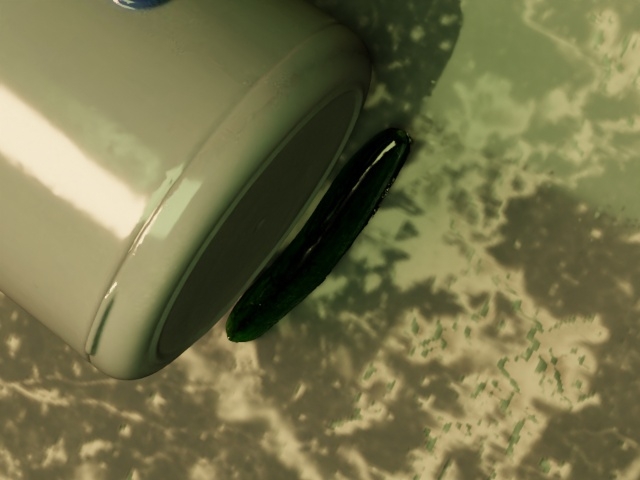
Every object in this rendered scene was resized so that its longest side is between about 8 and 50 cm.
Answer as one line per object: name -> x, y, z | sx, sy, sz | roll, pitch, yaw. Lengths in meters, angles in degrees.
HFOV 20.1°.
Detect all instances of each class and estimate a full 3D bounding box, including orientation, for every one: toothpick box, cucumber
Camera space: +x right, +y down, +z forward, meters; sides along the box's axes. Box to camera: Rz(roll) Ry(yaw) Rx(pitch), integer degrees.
toothpick box -> -0.169, -0.119, 1.016 | 0.355, 0.263, 0.263 | 36, 111, 8
cucumber -> 0.000, 0.000, 1.103 | 0.036, 0.033, 0.184 | 32, 112, -18
